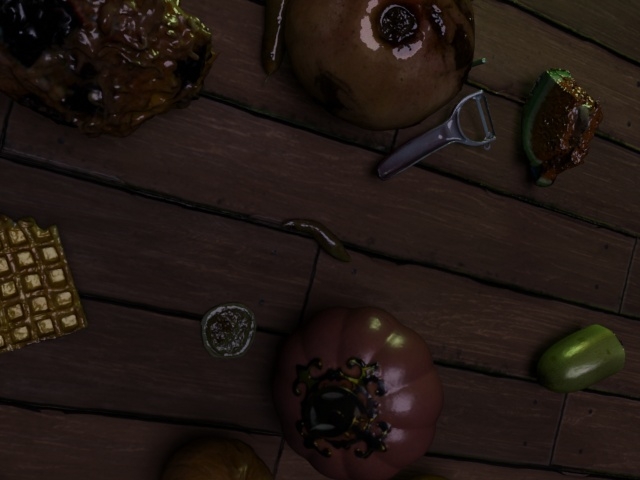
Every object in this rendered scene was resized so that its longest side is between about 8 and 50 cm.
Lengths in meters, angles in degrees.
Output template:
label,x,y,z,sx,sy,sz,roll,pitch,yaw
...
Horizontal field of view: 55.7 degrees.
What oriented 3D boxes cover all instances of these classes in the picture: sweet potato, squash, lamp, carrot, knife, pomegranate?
label,x,y,z,sx,sy,sz,roll,pitch,yaw
sweet potato,0.001,-0.006,1.126,0.153,0.038,0.041,32,60,-18
squash,0.551,0.267,1.320,0.186,0.123,0.123,-19,101,-15
lamp,0.067,0.262,1.066,0.305,0.239,0.305,0,91,21
carrot,-0.073,-0.414,1.055,0.078,0.078,0.298,4,99,-21
knife,0.218,-0.182,1.185,0.278,0.053,0.123,-29,108,-16
pomegranate,0.098,-0.338,1.013,0.322,0.322,0.322,-2,95,-21

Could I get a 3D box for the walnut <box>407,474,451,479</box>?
label,x,y,z,sx,sy,sz,roll,pitch,yaw
walnut,0.160,0.591,1.150,0.336,0.209,0.209,-39,106,-15

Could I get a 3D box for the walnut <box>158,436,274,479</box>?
label,x,y,z,sx,sy,sz,roll,pitch,yaw
walnut,-0.168,0.419,0.999,0.195,0.221,0.195,11,64,-23

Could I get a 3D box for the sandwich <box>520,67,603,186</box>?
label,x,y,z,sx,sy,sz,roll,pitch,yaw
sandwich,0.473,-0.224,1.233,0.079,0.159,0.235,4,113,-26

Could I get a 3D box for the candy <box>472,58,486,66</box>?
label,x,y,z,sx,sy,sz,roll,pitch,yaw
candy,0.249,-0.311,1.110,0.058,0.194,0.062,1,94,-17

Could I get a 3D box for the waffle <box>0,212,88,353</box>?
label,x,y,z,sx,sy,sz,roll,pitch,yaw
waffle,-0.472,0.060,0.940,0.160,0.055,0.211,-18,101,-20

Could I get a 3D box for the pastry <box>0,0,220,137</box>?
label,x,y,z,sx,sy,sz,roll,pitch,yaw
pastry,-0.351,-0.332,0.835,0.337,0.292,0.405,-26,113,-6

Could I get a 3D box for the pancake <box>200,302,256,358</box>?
label,x,y,z,sx,sy,sz,roll,pitch,yaw
pancake,-0.163,0.163,1.087,0.108,0.017,0.108,-1,93,-17
